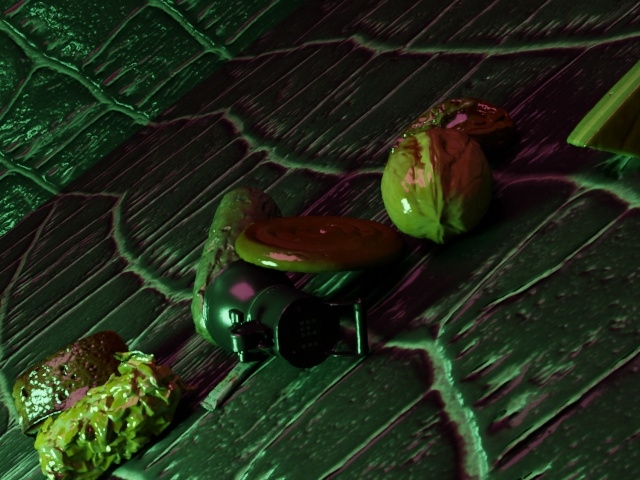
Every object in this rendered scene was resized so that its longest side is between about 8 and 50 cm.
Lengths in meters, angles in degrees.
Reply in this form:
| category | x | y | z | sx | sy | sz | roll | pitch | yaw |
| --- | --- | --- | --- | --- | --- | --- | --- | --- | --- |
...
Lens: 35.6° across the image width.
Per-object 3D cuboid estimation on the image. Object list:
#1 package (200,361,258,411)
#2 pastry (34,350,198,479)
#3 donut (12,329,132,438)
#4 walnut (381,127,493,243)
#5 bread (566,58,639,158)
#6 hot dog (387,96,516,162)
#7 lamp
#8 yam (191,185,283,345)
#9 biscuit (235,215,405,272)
| category | x | y | z | sx | sy | sz | roll | pitch | yaw |
| --- | --- | --- | --- | --- | --- | --- | --- | --- | --- |
| package | -0.131 | 0.208 | 1.469 | 0.110 | 0.015 | 0.037 | -45 | 33 | -23 |
| pastry | -0.311 | 0.264 | 1.503 | 0.250 | 0.102 | 0.154 | -37 | 26 | -1 |
| donut | -0.392 | 0.229 | 1.622 | 0.186 | 0.126 | 0.144 | -37 | -18 | 24 |
| walnut | 0.166 | -0.078 | 1.425 | 0.159 | 0.159 | 0.207 | -28 | 22 | 18 |
| bread | 0.388 | -0.184 | 1.302 | 0.074 | 0.084 | 0.139 | -118 | 40 | -76 |
| hot dog | 0.198 | -0.149 | 1.594 | 0.227 | 0.099 | 0.160 | -35 | 21 | 11 |
| lamp | -0.061 | 0.112 | 1.370 | 0.172 | 0.147 | 0.227 | -8 | 10 | -26 |
| yam | -0.139 | 0.048 | 1.662 | 0.133 | 0.133 | 0.330 | -26 | 29 | 23 |
| biscuit | 0.000 | -0.001 | 1.486 | 0.261 | 0.037 | 0.262 | -1 | 15 | 0 |
